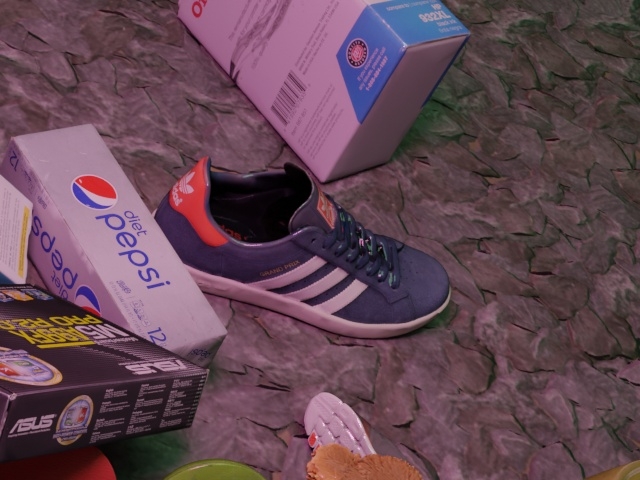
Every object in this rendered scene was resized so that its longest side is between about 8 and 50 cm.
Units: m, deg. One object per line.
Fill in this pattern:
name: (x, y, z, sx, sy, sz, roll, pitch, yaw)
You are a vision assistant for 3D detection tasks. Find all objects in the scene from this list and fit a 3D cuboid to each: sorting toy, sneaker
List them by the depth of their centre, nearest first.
sorting toy: (-0.130, 0.222, 1.317, 0.365, 0.127, 0.126, 15, 16, -20)
sneaker: (0.047, 0.215, 1.460, 0.158, 0.061, 0.065, 48, 16, 17)
sneaker: (0.000, 0.000, 1.560, 0.350, 0.148, 0.131, 11, 44, -23)

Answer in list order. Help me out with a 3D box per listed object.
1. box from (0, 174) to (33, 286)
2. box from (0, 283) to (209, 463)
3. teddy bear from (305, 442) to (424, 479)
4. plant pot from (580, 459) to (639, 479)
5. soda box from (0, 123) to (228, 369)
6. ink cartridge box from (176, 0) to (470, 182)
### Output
box: (-0.352, -0.044, 1.330, 0.244, 0.060, 0.100, 50, 32, -52)
box: (-0.255, 0.102, 1.236, 0.216, 0.060, 0.270, 22, 10, 28)
teddy bear: (0.042, 0.311, 1.130, 0.245, 0.113, 0.338, 7, 35, -30)
plant pot: (0.232, 0.324, 1.267, 0.275, 0.293, 0.275, 18, 42, -17)
soda box: (-0.211, 0.020, 1.452, 0.098, 0.091, 0.286, -14, 58, -39)
ink cartridge box: (-0.005, -0.260, 1.760, 0.129, 0.223, 0.307, -20, 62, -44)
